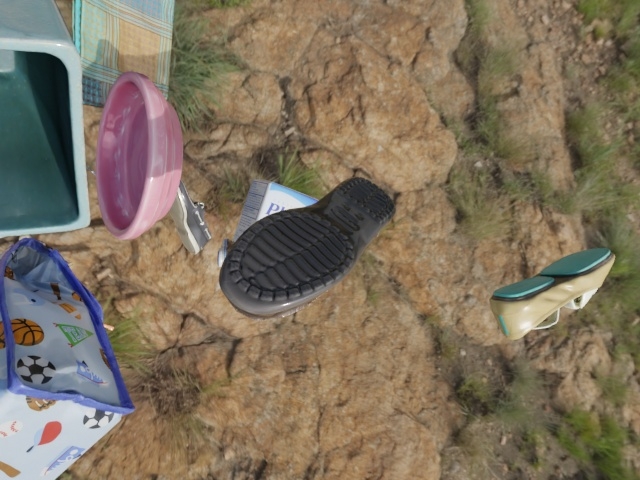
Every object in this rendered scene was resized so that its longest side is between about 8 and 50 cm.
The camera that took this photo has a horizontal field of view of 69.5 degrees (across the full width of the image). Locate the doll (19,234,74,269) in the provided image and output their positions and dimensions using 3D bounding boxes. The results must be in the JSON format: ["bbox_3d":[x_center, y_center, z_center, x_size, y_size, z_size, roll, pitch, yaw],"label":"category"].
[{"bbox_3d":[-0.934,0.037,1.568,0.189,0.129,0.046,37,63,-6],"label":"doll"}]

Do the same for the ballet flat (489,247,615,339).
[{"bbox_3d":[0.335,0.075,0.662,0.232,0.080,0.073,-18,97,-22],"label":"ballet flat"}]

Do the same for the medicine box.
[{"bbox_3d":[-0.132,-0.025,1.547,0.263,0.149,0.290,18,91,-32],"label":"medicine box"}]

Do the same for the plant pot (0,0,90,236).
[{"bbox_3d":[-0.399,-0.172,0.483,0.247,0.247,0.252,-8,55,-29],"label":"plant pot"}]

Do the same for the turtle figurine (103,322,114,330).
[{"bbox_3d":[-0.703,0.215,1.244,0.269,0.217,0.087,3,107,-24],"label":"turtle figurine"}]

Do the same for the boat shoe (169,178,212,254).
[{"bbox_3d":[-0.293,-0.064,1.032,0.075,0.206,0.065,27,50,33],"label":"boat shoe"}]

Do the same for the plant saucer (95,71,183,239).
[{"bbox_3d":[-0.372,-0.168,0.946,0.084,0.332,0.333,0,77,-41],"label":"plant saucer"}]

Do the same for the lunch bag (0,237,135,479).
[{"bbox_3d":[-0.515,0.211,0.719,0.328,0.239,0.385,-44,53,-4],"label":"lunch bag"}]

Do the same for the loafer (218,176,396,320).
[{"bbox_3d":[-0.006,0.024,0.694,0.134,0.130,0.365,43,41,15],"label":"loafer"}]

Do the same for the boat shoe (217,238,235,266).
[{"bbox_3d":[-0.240,0.039,1.263,0.066,0.183,0.066,4,103,-7],"label":"boat shoe"}]

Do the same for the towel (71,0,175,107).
[{"bbox_3d":[-0.441,-0.483,1.057,0.040,0.271,0.371,10,99,27],"label":"towel"}]

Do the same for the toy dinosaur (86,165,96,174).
[{"bbox_3d":[-0.548,-0.170,1.173,0.047,0.082,0.090,-38,122,-6],"label":"toy dinosaur"}]
